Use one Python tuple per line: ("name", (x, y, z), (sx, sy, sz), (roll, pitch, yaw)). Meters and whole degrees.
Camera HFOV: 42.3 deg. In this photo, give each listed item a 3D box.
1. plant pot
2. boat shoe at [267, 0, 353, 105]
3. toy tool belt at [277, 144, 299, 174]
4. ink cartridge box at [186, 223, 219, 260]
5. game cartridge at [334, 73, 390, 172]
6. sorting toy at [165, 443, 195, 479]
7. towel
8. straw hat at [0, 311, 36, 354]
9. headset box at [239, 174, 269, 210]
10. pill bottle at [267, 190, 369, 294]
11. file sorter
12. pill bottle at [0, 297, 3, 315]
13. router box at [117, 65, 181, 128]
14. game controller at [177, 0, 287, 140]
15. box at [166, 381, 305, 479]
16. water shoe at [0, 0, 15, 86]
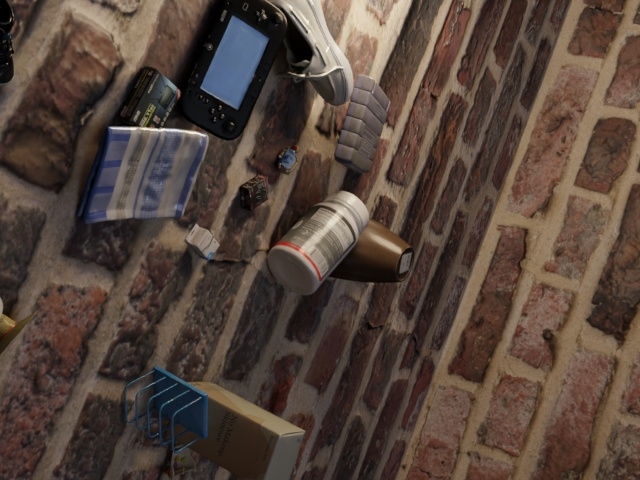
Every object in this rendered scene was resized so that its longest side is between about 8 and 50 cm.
("plant pot", (0.150, 0.036, 2.423), (0.215, 0.230, 0.215), (-34, 133, -47))
("boat shoe", (-0.037, -0.435, 1.964), (0.156, 0.135, 0.367), (-55, 143, -26))
("toy tool belt", (-0.081, -0.211, 2.094), (0.083, 0.052, 0.051), (-66, 157, -11))
("ink cartridge box", (-0.273, 0.004, 1.923), (0.048, 0.028, 0.083), (-59, 147, -20))
("game cartridge", (0.114, -0.306, 2.259), (0.355, 0.068, 0.230), (4, 108, -78))
("sorting toy", (-0.355, 0.548, 2.078), (0.083, 0.044, 0.075), (-5, 103, -57))
("towel", (-0.351, -0.131, 1.680), (0.285, 0.034, 0.209), (-6, 123, -56))
("straw hat", (-0.580, 0.165, 1.482), (0.061, 0.144, 0.144), (41, 64, -13))
("headset box", (-0.159, -0.119, 2.036), (0.083, 0.032, 0.062), (-36, 134, -42))
("pill bottle", (0.000, 0.000, 2.230), (0.283, 0.161, 0.161), (-47, 142, -35))
("file sorter", (-0.351, 0.383, 1.869), (0.104, 0.170, 0.118), (-23, 125, -47))
("pill bottle", (-0.608, 0.022, 1.261), (0.169, 0.169, 0.302), (-49, 142, -33))
("router box", (-0.340, -0.273, 1.657), (0.092, 0.038, 0.122), (40, 72, -57))
("game controller", (-0.189, -0.381, 1.782), (0.166, 0.067, 0.319), (29, 80, -40))
("box", (-0.206, 0.466, 2.001), (0.121, 0.311, 0.148), (16, 92, -59))
("water shoe", (-0.519, -0.331, 1.298), (0.073, 0.080, 0.203), (-43, 139, -38))
